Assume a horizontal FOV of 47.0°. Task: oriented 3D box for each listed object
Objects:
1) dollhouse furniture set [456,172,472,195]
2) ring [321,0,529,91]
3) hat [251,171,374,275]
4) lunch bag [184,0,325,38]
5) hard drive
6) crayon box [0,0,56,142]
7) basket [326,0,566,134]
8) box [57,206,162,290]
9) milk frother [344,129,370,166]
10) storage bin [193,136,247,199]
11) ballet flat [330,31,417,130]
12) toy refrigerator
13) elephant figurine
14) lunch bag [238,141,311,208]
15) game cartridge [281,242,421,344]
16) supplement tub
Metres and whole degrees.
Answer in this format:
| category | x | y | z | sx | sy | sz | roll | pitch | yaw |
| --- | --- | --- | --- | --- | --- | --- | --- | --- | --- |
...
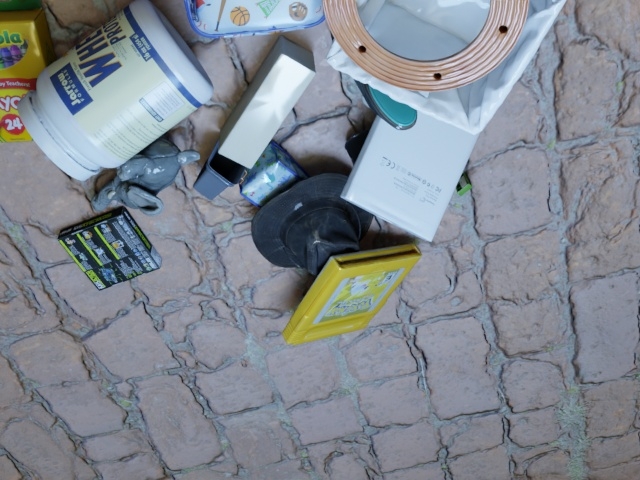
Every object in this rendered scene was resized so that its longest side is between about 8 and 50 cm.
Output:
| category | x | y | z | sx | sy | sz | roll | pitch | yaw |
| --- | --- | --- | --- | --- | --- | --- | --- | --- | --- |
| dollhouse furniture set | 0.291 | -0.171 | 1.745 | 0.076 | 0.058 | 0.151 | -39 | 120 | 22 |
| ring | 0.166 | -0.394 | 1.194 | 0.336 | 0.032 | 0.336 | 10 | 135 | 10 |
| hat | 0.000 | 0.000 | 1.755 | 0.331 | 0.134 | 0.331 | -14 | 143 | -11 |
| lunch bag | -0.135 | -0.524 | 1.415 | 0.303 | 0.115 | 0.243 | -6 | 125 | -1 |
| hard drive | 0.215 | -0.205 | 1.603 | 0.233 | 0.047 | 0.353 | 26 | 87 | -22 |
| crayon box | -0.655 | -0.358 | 1.519 | 0.202 | 0.081 | 0.318 | -3 | 127 | -1 |
| basket | 0.235 | -0.438 | 1.333 | 0.328 | 0.266 | 0.331 | 25 | 137 | -2 |
| box | -0.524 | 0.024 | 1.841 | 0.184 | 0.045 | 0.191 | -19 | 127 | 13 |
| milk frother | 0.150 | -0.183 | 1.677 | 0.143 | 0.135 | 0.129 | -30 | 157 | 23 |
| storage bin | -0.227 | -0.156 | 1.676 | 0.098 | 0.135 | 0.091 | 37 | 128 | -18 |
| ballet flat | 0.109 | -0.340 | 1.517 | 0.095 | 0.280 | 0.096 | -27 | 173 | -15 |
| toy refrigerator | -0.116 | -0.295 | 1.595 | 0.094 | 0.102 | 0.269 | 25 | 121 | -21 |
| elephant figurine | -0.407 | -0.135 | 1.682 | 0.169 | 0.186 | 0.239 | -30 | 152 | -36 |
| lunch bag | -0.102 | -0.133 | 1.729 | 0.129 | 0.096 | 0.151 | -36 | 136 | 19 |
| game cartridge | 0.076 | 0.142 | 1.868 | 0.285 | 0.053 | 0.324 | -8 | 142 | -38 |
| supplement tub | -0.402 | -0.291 | 1.456 | 0.325 | 0.235 | 0.235 | -35 | 123 | 4 |
